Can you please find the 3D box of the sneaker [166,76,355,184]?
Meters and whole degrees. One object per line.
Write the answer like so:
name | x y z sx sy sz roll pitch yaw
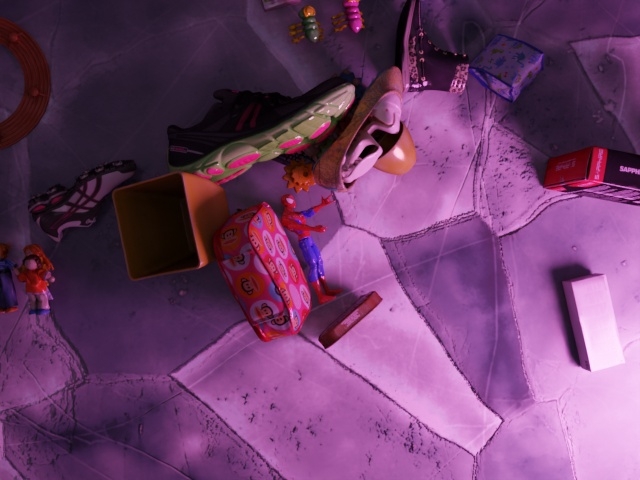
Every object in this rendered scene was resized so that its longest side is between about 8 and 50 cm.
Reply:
sneaker | -0.151 -0.287 1.579 0.483 0.185 0.202 -21 80 3

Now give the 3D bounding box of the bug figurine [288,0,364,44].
bug figurine | 0.010 -0.602 1.654 0.279 0.072 0.216 -18 96 -19

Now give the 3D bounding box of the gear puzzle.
gear puzzle | 0.019 -0.263 1.669 0.175 0.044 0.339 40 80 -7

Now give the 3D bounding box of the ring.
ring | -0.817 -0.377 1.597 0.337 0.032 0.336 0 90 -7

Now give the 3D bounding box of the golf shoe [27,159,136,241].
golf shoe | -0.550 -0.104 1.604 0.273 0.105 0.120 -27 108 -1

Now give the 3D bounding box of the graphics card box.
graphics card box | 0.784 -0.148 1.686 0.371 0.233 0.094 11 88 -6

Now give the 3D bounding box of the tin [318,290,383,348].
tin | 0.072 0.193 1.659 0.190 0.106 0.040 -40 94 -6

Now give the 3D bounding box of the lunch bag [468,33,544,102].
lunch bag | 0.471 -0.447 1.723 0.151 0.096 0.129 41 84 25

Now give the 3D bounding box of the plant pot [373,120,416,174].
plant pot | 0.184 -0.219 1.677 0.095 0.134 0.134 39 85 -28

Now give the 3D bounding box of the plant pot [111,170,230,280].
plant pot | -0.319 -0.038 1.552 0.212 0.187 0.212 -11 91 29

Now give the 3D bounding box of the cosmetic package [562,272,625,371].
cosmetic package | 0.711 0.212 1.758 0.099 0.060 0.239 -12 91 -5

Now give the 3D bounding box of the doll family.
doll family | -0.720 0.086 1.577 0.263 0.118 0.163 -4 96 11

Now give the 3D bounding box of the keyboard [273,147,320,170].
keyboard | -0.079 -0.243 1.689 0.180 0.023 0.108 22 87 -7

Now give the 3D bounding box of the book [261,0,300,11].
book | -0.116 -0.656 1.685 0.096 0.035 0.144 -17 91 -4

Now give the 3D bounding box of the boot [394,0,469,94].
boot | 0.284 -0.486 1.706 0.179 0.085 0.236 3 95 -9

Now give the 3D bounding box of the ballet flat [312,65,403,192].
ballet flat | 0.120 -0.258 1.613 0.123 0.123 0.348 37 84 -5

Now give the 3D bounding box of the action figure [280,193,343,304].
action figure | 0.000 0.000 1.647 0.139 0.091 0.280 -27 93 21

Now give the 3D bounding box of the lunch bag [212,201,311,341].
lunch bag | -0.121 0.061 1.569 0.120 0.258 0.293 -19 107 18
